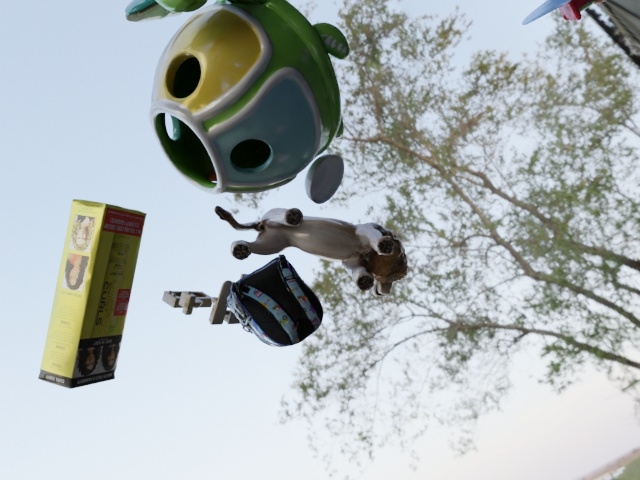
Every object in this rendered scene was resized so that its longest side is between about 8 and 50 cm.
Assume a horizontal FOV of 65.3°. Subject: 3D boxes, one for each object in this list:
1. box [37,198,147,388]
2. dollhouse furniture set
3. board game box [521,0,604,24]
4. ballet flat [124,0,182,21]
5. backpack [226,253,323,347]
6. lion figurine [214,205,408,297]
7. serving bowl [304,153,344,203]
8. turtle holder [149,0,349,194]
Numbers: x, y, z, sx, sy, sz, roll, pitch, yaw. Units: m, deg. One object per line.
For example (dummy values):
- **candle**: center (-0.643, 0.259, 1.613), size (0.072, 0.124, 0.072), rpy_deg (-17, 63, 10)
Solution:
- **box**: center (-0.296, 0.068, 0.658), size (0.058, 0.232, 0.087), rpy_deg (8, -4, 18)
- **dollhouse furniture set**: center (-0.260, 0.113, 1.185), size (0.144, 0.151, 0.123), rpy_deg (9, -79, -53)
- **board game box**: center (0.279, -0.244, 0.476), size (0.133, 0.033, 0.169), rpy_deg (-41, 14, -23)
- **ballet flat**: center (-0.204, -0.353, 0.716), size (0.168, 0.057, 0.052), rpy_deg (-49, -37, -15)
- **backpack**: center (-0.088, 0.140, 1.024), size (0.158, 0.173, 0.117), rpy_deg (-33, -15, -35)
- **lion figurine**: center (0.000, 0.000, 0.945), size (0.392, 0.240, 0.142), rpy_deg (23, -83, -8)
- **serving bowl**: center (0.002, -0.101, 0.789), size (0.083, 0.027, 0.083), rpy_deg (-38, -35, -33)
- **turtle holder**: center (-0.099, -0.200, 0.658), size (0.227, 0.243, 0.320), rpy_deg (-48, -7, -29)
